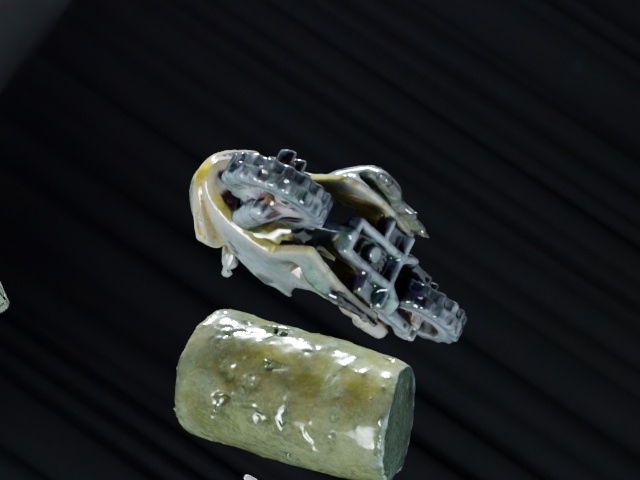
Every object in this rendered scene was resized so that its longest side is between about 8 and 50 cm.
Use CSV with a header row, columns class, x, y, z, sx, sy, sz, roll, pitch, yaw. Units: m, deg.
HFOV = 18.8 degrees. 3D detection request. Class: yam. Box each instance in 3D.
class,x,y,z,sx,sy,sz,roll,pitch,yaw
yam,-0.011,0.124,1.503,0.107,0.194,0.107,-28,-56,-51

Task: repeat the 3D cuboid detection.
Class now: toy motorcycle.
class,x,y,z,sx,sy,sz,roll,pitch,yaw
toy motorcycle,0.000,0.001,1.271,0.229,0.130,0.094,40,-114,-42

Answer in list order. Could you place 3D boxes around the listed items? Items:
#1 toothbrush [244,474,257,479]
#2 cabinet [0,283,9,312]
class,x,y,z,sx,sy,sz,roll,pitch,yaw
toothbrush,-0.032,0.253,1.889,0.006,0.097,0.008,-62,4,7
cabinet,-0.432,0.000,1.925,0.145,0.150,0.206,-28,-35,-2
